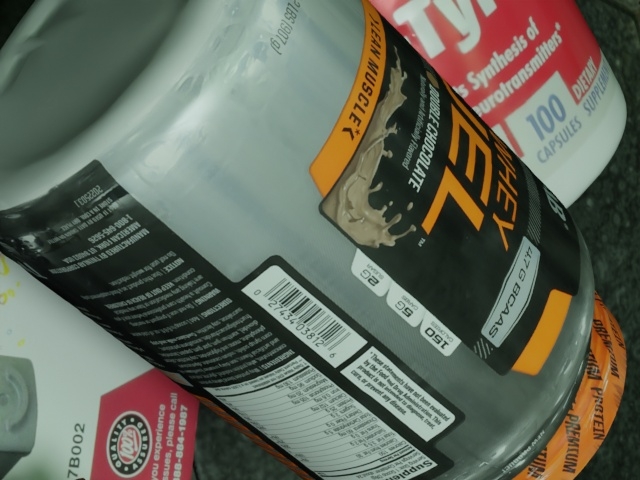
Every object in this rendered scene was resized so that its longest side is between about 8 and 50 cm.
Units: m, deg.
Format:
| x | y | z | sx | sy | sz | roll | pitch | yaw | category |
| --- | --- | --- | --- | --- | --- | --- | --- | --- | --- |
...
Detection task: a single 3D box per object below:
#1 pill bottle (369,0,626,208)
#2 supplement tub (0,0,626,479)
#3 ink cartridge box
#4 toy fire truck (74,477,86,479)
| x | y | z | sx | sy | sz | roll | pitch | yaw | category |
| --- | --- | --- | --- | --- | --- | --- | --- | --- | --- |
| 0.006 | -0.190 | 0.954 | 0.229 | 0.229 | 0.408 | -49 | 116 | -32 | pill bottle |
| 0.000 | 0.000 | 0.781 | 0.338 | 0.207 | 0.207 | 41 | 61 | -33 | supplement tub |
| -0.215 | 0.038 | 0.810 | 0.306 | 0.131 | 0.226 | 14 | 78 | -41 | ink cartridge box |
| -0.169 | 0.193 | 0.729 | 0.246 | 0.217 | 0.158 | 60 | 7 | -37 | toy fire truck |
